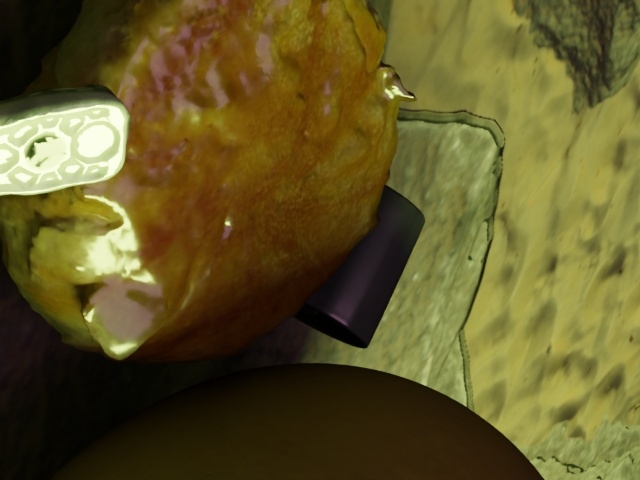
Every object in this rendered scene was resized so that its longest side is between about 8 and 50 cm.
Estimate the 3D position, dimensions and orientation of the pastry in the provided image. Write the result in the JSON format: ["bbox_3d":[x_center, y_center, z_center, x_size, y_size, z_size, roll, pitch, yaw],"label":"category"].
[{"bbox_3d":[-0.049,-0.046,0.805,0.229,0.100,0.218,23,92,-52],"label":"pastry"}]

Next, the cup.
[{"bbox_3d":[0.000,0.000,0.939,0.100,0.078,0.077,33,80,-26],"label":"cup"}]

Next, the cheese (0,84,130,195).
[{"bbox_3d":[-0.181,-0.024,0.638,0.235,0.050,0.127,-14,134,-23],"label":"cheese"}]

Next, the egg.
[{"bbox_3d":[-0.033,0.230,0.847,0.374,0.301,0.301,-46,144,-20],"label":"egg"}]
